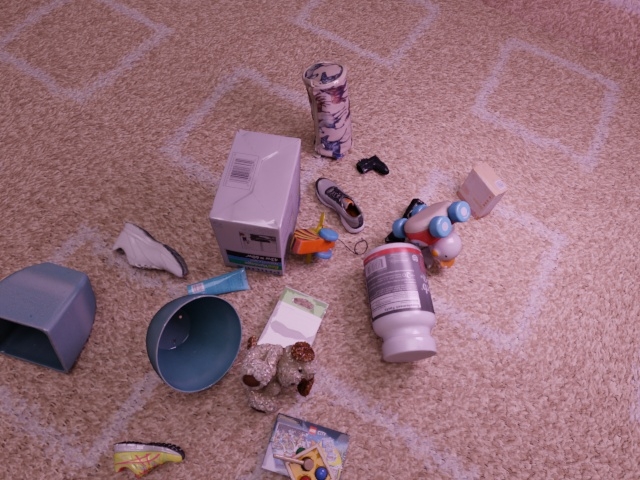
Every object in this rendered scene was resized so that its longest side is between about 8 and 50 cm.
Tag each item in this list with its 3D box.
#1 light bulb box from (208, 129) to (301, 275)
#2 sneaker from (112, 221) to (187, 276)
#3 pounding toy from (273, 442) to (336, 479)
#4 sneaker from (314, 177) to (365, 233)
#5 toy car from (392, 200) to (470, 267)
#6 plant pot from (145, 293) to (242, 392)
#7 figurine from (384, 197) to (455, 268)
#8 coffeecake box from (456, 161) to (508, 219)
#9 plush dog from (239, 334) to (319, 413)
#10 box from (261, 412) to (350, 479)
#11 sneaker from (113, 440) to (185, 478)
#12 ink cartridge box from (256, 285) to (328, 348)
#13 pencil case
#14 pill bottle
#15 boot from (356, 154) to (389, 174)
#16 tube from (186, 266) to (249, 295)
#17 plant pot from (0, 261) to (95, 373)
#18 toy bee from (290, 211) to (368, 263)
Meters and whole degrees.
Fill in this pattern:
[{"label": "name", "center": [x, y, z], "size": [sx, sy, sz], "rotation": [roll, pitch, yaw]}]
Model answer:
[{"label": "light bulb box", "center": [-0.203, -0.118, 1.545], "size": [0.225, 0.361, 0.358], "rotation": [10, 62, 2]}, {"label": "sneaker", "center": [-0.599, 0.055, 1.581], "size": [0.297, 0.111, 0.129], "rotation": [30, 80, 15]}, {"label": "pounding toy", "center": [-0.046, 0.639, 1.257], "size": [0.130, 0.100, 0.141], "rotation": [-24, 68, -16]}, {"label": "sneaker", "center": [0.081, -0.155, 1.733], "size": [0.100, 0.108, 0.271], "rotation": [-34, 69, -18]}, {"label": "toy car", "center": [0.416, 0.002, 1.576], "size": [0.210, 0.219, 0.238], "rotation": [-34, 107, -28]}, {"label": "plant pot", "center": [-0.417, 0.295, 1.387], "size": [0.195, 0.290, 0.290], "rotation": [9, 54, 43]}, {"label": "figurine", "center": [0.384, -0.020, 1.709], "size": [0.215, 0.092, 0.209], "rotation": [35, 73, 12]}, {"label": "coffeecake box", "center": [0.630, -0.190, 1.754], "size": [0.068, 0.185, 0.142], "rotation": [-24, 67, -16]}, {"label": "plush dog", "center": [-0.117, 0.384, 1.366], "size": [0.225, 0.262, 0.211], "rotation": [-2, 44, -1]}, {"label": "box", "center": [-0.041, 0.633, 1.344], "size": [0.233, 0.044, 0.159], "rotation": [16, 62, 4]}, {"label": "sneaker", "center": [-0.496, 0.635, 1.292], "size": [0.208, 0.081, 0.094], "rotation": [1, 69, 3]}, {"label": "ink cartridge box", "center": [-0.093, 0.294, 1.512], "size": [0.171, 0.056, 0.235], "rotation": [22, 61, 7]}, {"label": "pencil case", "center": [0.030, -0.501, 1.739], "size": [0.160, 0.410, 0.183], "rotation": [31, 68, 23]}, {"label": "pill bottle", "center": [0.268, 0.209, 1.501], "size": [0.210, 0.210, 0.363], "rotation": [-3, 63, -6]}, {"label": "boot", "center": [0.214, -0.301, 1.856], "size": [0.099, 0.045, 0.121], "rotation": [-26, 60, -20]}, {"label": "tube", "center": [-0.358, 0.157, 1.563], "size": [0.207, 0.052, 0.080], "rotation": [-13, 97, -13]}, {"label": "plant pot", "center": [-0.847, 0.216, 1.392], "size": [0.247, 0.247, 0.252], "rotation": [16, 44, 4]}, {"label": "toy bee", "center": [0.000, 0.000, 1.636], "size": [0.195, 0.298, 0.162], "rotation": [-55, 44, 8]}]
